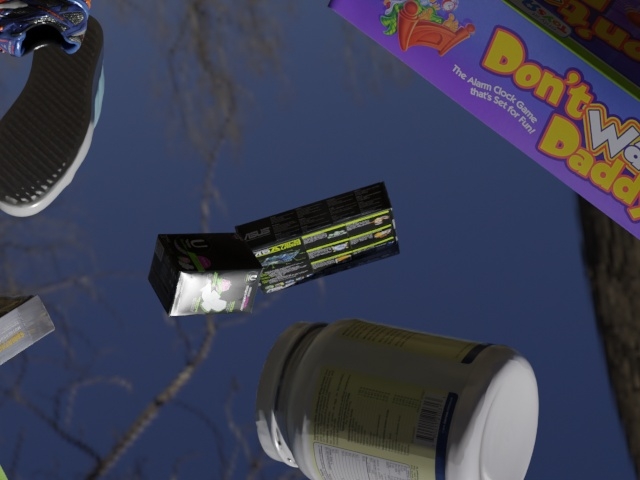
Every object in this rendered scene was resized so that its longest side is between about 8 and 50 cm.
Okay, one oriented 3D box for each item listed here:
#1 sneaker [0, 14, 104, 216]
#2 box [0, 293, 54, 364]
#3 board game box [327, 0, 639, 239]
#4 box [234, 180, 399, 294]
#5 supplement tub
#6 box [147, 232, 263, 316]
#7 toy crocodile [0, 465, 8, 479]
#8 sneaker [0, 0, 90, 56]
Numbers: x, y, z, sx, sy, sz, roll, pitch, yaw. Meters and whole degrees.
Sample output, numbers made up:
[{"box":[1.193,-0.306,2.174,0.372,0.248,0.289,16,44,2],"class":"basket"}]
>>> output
[{"box":[-0.382,-0.158,2.344,0.135,0.150,0.366,11,-127,7],"class":"sneaker"},{"box":[-0.484,0.136,2.103,0.183,0.056,0.231,-35,-159,-36],"class":"box"},{"box":[0.209,-0.111,1.012,0.347,0.078,0.233,38,-140,10],"class":"board game box"},{"box":[0.000,0.000,1.999,0.191,0.045,0.184,-17,159,1],"class":"box"},{"box":[0.102,0.230,2.141,0.325,0.235,0.235,10,-149,29],"class":"supplement tub"},{"box":[-0.104,0.030,1.457,0.083,0.052,0.062,-1,-145,-28],"class":"box"},{"box":[-0.411,0.429,2.119,0.105,0.340,0.115,-13,-173,-29],"class":"toy crocodile"},{"box":[-0.386,-0.266,1.946,0.221,0.087,0.083,-5,157,-11],"class":"sneaker"}]
